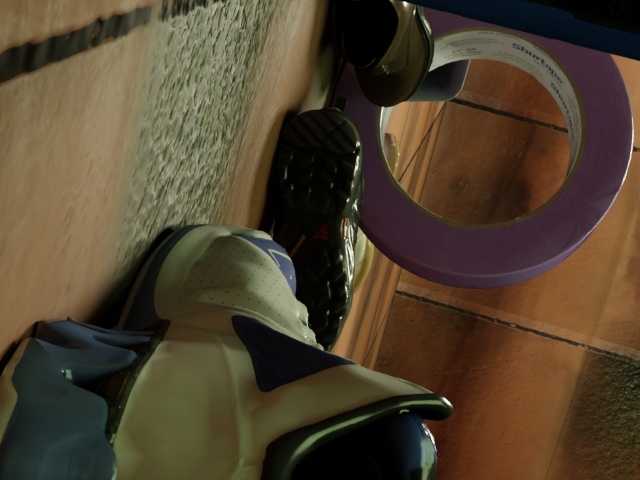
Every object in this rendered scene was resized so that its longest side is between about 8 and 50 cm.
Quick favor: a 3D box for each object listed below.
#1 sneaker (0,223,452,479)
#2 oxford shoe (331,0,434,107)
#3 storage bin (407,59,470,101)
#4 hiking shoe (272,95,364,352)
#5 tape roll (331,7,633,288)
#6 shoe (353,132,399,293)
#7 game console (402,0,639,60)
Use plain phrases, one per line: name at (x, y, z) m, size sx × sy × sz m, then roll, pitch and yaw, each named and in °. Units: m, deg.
sneaker at (-0.028, 0.094, 0.651) m, size 0.315 × 0.182 × 0.127 m, roll -49°, pitch 155°, yaw -75°
oxford shoe at (0.042, -0.171, 1.107) m, size 0.096 × 0.083 × 0.227 m, roll -59°, pitch 162°, yaw -22°
storage bin at (0.107, -0.231, 1.452) m, size 0.091 × 0.098 × 0.135 m, roll -108°, pitch -159°, yaw -47°
hiking shoe at (0.000, 0.000, 1.072) m, size 0.114 × 0.086 × 0.226 m, roll -46°, pitch 151°, yaw -69°
tape roll at (0.147, -0.096, 1.247) m, size 0.090 × 0.275 × 0.274 m, roll 64°, pitch 43°, yaw -79°
shoe at (0.027, -0.026, 1.409) m, size 0.076 × 0.058 × 0.219 m, roll -112°, pitch -152°, yaw -45°
game console at (0.110, -0.187, 0.647) m, size 0.173 × 0.293 × 0.250 m, roll -67°, pitch 170°, yaw -55°
